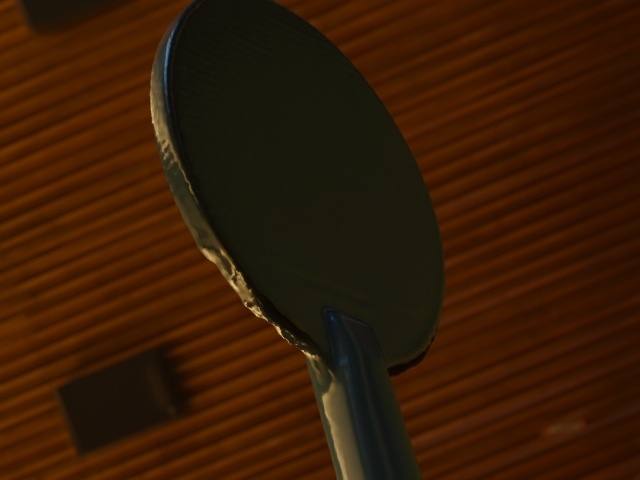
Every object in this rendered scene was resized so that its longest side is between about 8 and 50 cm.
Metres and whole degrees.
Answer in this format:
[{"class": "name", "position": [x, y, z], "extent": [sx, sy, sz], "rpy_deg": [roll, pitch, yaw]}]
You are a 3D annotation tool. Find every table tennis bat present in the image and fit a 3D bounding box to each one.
[{"class": "table tennis bat", "position": [0.000, 0.000, 1.026], "extent": [0.215, 0.044, 0.329], "rpy_deg": [22, -137, -43]}]
